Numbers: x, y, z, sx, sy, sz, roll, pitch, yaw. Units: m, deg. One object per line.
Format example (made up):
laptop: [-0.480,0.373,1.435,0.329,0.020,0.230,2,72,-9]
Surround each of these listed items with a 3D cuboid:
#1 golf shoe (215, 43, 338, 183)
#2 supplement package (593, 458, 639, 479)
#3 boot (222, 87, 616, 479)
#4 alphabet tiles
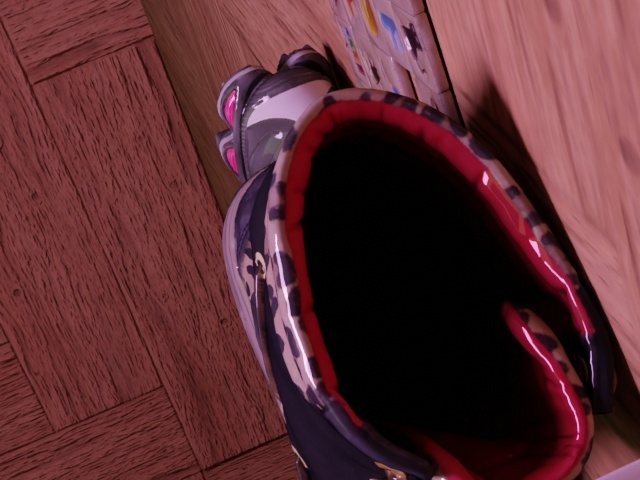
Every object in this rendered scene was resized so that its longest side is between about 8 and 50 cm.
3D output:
golf shoe: [0.000,0.000,1.025,0.120,0.105,0.273,52,166,41]
supplement package: [0.125,0.188,0.420,0.134,0.139,0.244,82,163,-71]
boot: [0.063,0.108,0.723,0.284,0.138,0.377,122,126,-80]
alphabet tiles: [0.021,-0.135,0.763,0.198,0.009,0.237,-125,14,-66]
